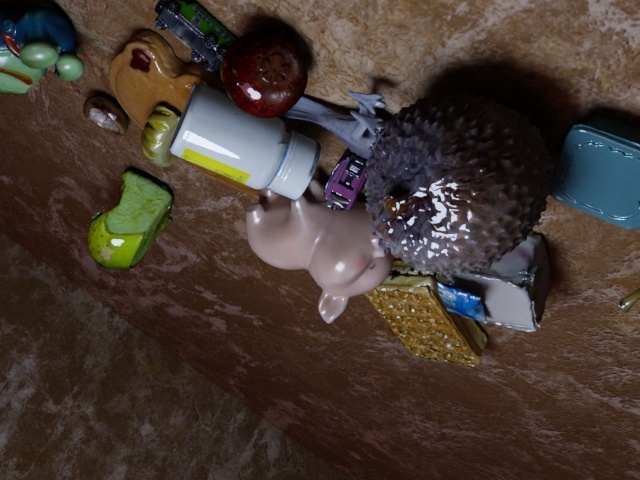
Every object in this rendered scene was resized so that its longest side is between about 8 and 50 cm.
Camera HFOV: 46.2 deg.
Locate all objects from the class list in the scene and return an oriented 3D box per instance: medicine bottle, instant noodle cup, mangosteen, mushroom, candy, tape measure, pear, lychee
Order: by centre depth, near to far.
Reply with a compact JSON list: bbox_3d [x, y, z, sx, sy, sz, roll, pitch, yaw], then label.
[{"bbox_3d":[0.439,-0.110,1.128,0.157,0.070,0.179,24,152,16],"label":"instant noodle cup"},{"bbox_3d":[0.209,-0.092,1.166,0.299,0.300,0.300,23,152,14],"label":"lychee"},{"bbox_3d":[-0.108,-0.277,1.304,0.156,0.146,0.181,37,150,-22],"label":"mangosteen"},{"bbox_3d":[-0.139,-0.180,1.401,0.258,0.144,0.143,21,155,-16],"label":"medicine bottle"},{"bbox_3d":[0.267,0.120,1.412,0.088,0.038,0.136,16,158,27],"label":"candy"},{"bbox_3d":[0.054,-0.112,1.439,0.074,0.125,0.118,29,-175,-1],"label":"tape measure"},{"bbox_3d":[0.341,0.068,1.443,0.195,0.137,0.185,9,146,33],"label":"candy"},{"bbox_3d":[-0.501,-0.295,1.765,0.123,0.052,0.123,26,160,11],"label":"mushroom"},{"bbox_3d":[-0.520,-0.032,2.006,0.163,0.256,0.238,30,157,-2],"label":"pear"}]

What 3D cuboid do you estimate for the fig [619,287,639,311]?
[{"bbox_3d":[0.626,0.099,1.209,0.203,0.186,0.249,43,-174,-49],"label":"fig"}]

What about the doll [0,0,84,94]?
[{"bbox_3d":[-0.646,-0.410,1.587,0.321,0.186,0.198,-3,171,22],"label":"doll"}]

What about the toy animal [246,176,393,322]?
[{"bbox_3d":[0.000,0.000,1.577,0.326,0.237,0.269,2,136,39],"label":"toy animal"}]

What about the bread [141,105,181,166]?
[{"bbox_3d":[-0.336,-0.205,1.574,0.082,0.094,0.157,23,161,6],"label":"bread"}]

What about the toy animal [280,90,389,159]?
[{"bbox_3d":[0.077,-0.193,1.319,0.366,0.081,0.206,27,171,4],"label":"toy animal"}]

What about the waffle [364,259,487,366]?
[{"bbox_3d":[0.245,0.172,1.759,0.212,0.091,0.308,1,141,43],"label":"waffle"}]

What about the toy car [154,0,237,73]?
[{"bbox_3d":[-0.221,-0.375,1.346,0.165,0.063,0.071,39,150,-16],"label":"toy car"}]

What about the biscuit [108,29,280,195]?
[{"bbox_3d":[-0.247,-0.245,1.591,0.455,0.078,0.350,29,156,4],"label":"biscuit"}]
